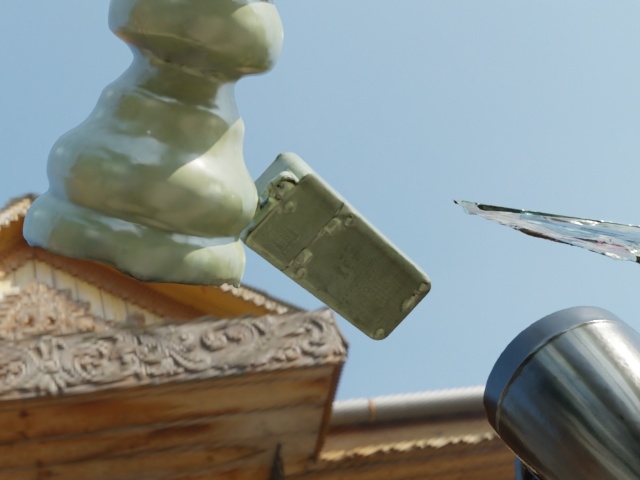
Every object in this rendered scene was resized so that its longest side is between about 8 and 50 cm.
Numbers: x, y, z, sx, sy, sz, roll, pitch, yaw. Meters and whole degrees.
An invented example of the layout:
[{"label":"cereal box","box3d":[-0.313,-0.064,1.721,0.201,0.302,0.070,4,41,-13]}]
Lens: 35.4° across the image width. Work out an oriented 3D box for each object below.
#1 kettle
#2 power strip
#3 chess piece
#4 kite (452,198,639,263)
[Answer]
[{"label":"kettle","box3d":[0.314,0.240,1.095,0.250,0.271,0.207,-40,-53,1]},{"label":"power strip","box3d":[0.000,0.000,0.963,0.093,0.053,0.288,-46,-48,5]},{"label":"chess piece","box3d":[-0.106,-0.139,0.781,0.182,0.182,0.331,14,-87,-28]},{"label":"kite","box3d":[0.253,0.005,0.742,0.406,0.368,0.014,-1,-78,-52]}]
